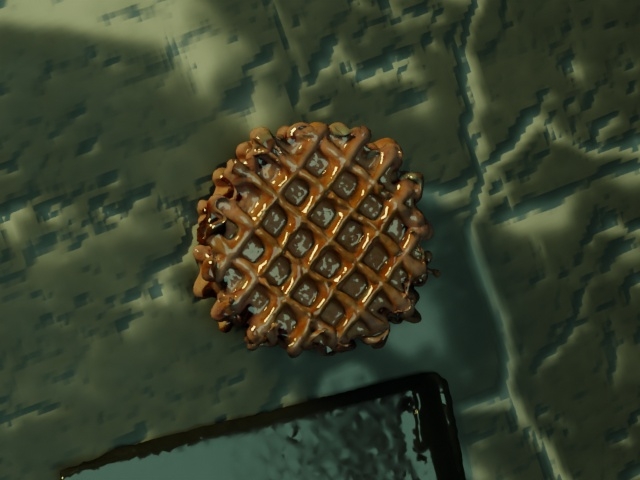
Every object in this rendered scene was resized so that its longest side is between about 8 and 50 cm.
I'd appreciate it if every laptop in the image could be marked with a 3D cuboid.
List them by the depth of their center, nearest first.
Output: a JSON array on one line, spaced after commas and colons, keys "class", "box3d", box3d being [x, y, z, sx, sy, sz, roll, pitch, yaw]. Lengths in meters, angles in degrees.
[{"class": "laptop", "box3d": [0.000, 0.151, 0.564, 0.135, 0.016, 0.197, -14, 95, -16]}]

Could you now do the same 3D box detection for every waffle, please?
[{"class": "waffle", "box3d": [0.000, 0.000, 0.553, 0.083, 0.029, 0.075, -3, 95, -19]}]
